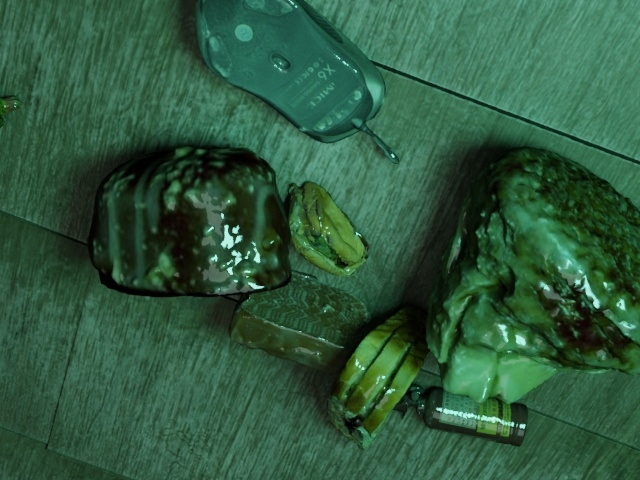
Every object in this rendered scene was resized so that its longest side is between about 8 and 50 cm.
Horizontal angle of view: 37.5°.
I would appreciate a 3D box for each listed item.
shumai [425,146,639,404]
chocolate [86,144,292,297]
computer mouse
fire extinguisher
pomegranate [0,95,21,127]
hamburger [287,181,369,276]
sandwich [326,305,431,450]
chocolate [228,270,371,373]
[{"bbox_3d":[0.304,0.088,1.342,0.395,0.395,0.348,39,118,-14],"label":"shumai"},{"bbox_3d":[-0.198,-0.040,1.418,0.340,0.225,0.210,1,105,30],"label":"chocolate"},{"bbox_3d":[-0.016,-0.240,1.351,0.167,0.090,0.379,-34,117,31],"label":"computer mouse"},{"bbox_3d":[0.227,0.312,1.653,0.252,0.075,0.106,10,123,2],"label":"fire extinguisher"},{"bbox_3d":[-0.513,-0.199,1.467,0.084,0.073,0.073,13,124,-17],"label":"pomegranate"},{"bbox_3d":[-0.004,0.000,1.486,0.087,0.102,0.176,-21,117,34],"label":"hamburger"},{"bbox_3d":[0.074,0.253,1.531,0.099,0.254,0.288,35,119,10],"label":"sandwich"},{"bbox_3d":[-0.034,0.134,1.547,0.214,0.148,0.093,22,128,-2],"label":"chocolate"}]
